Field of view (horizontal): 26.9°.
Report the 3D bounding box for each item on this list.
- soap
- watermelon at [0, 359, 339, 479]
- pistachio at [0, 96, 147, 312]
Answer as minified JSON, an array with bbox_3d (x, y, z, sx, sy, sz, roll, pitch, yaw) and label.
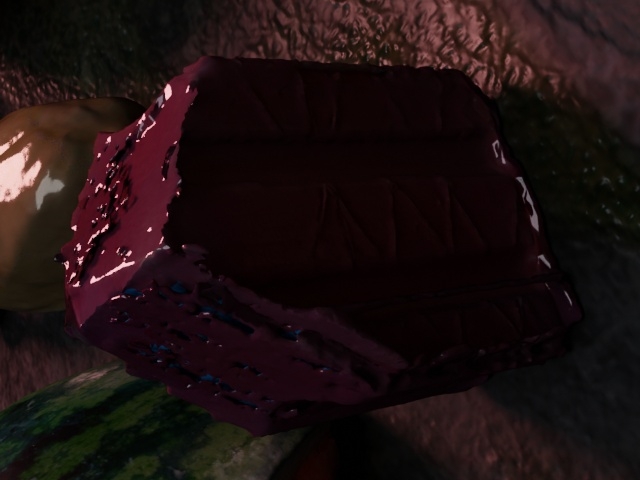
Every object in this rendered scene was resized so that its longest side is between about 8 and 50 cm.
[{"bbox_3d":[0.000,0.000,0.629,0.099,0.250,0.162,-26,75,41],"label":"soap"},{"bbox_3d":[-0.115,0.157,0.842,0.292,0.319,0.222,27,78,33],"label":"watermelon"},{"bbox_3d":[-0.179,-0.020,0.898,0.226,0.136,0.135,-34,71,48],"label":"pistachio"}]
